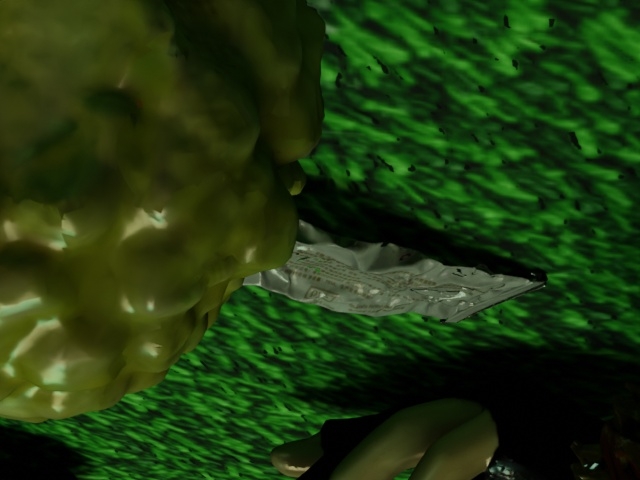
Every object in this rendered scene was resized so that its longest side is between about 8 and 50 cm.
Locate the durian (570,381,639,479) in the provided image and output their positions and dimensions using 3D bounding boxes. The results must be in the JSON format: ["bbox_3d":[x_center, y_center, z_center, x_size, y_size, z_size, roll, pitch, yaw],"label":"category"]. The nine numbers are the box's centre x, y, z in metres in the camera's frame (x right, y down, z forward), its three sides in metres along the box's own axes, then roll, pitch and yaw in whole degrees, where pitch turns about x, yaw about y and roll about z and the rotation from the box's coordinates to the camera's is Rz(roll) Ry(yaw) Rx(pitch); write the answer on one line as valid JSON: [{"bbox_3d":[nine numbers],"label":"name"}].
[{"bbox_3d":[0.285,0.157,0.663,0.384,0.347,0.347,-14,143,30],"label":"durian"}]

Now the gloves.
[{"bbox_3d":[0.105,0.174,0.944,0.301,0.152,0.197,0,142,15],"label":"gloves"}]

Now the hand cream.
[{"bbox_3d":[0.000,0.003,0.784,0.257,0.050,0.084,22,146,-25],"label":"hand cream"}]

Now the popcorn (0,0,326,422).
[{"bbox_3d":[-0.118,-0.056,0.560,0.259,0.259,0.212,6,166,7],"label":"popcorn"}]

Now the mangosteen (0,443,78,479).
[{"bbox_3d":[-0.270,0.246,1.185,0.137,0.151,0.137,16,168,3],"label":"mangosteen"}]
